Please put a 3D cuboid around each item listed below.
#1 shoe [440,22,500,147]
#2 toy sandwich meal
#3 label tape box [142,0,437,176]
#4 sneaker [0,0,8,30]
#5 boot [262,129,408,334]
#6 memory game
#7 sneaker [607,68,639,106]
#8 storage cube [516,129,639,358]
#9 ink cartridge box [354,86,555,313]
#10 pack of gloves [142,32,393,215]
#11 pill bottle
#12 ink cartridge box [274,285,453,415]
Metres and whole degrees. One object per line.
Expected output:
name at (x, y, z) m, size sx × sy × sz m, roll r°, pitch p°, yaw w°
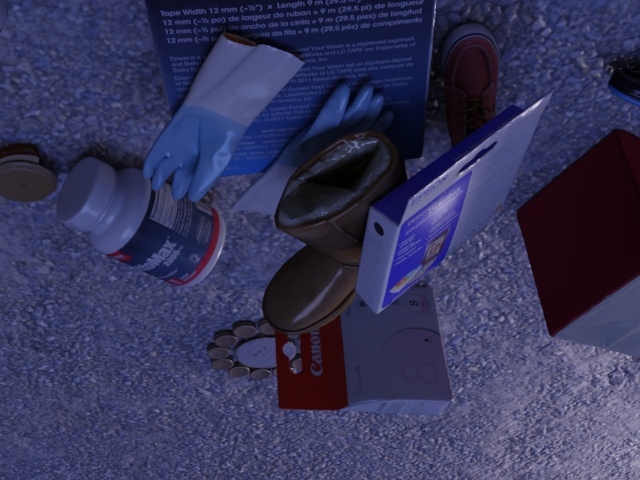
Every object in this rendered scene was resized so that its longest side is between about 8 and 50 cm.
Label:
shoe at (0.166, -0.143, 0.992) m, size 0.063 × 0.081 × 0.178 m, roll -8°, pitch 145°, yaw 2°
toy sandwich meal at (-0.343, -0.076, 1.062) m, size 0.085 × 0.029 × 0.086 m, roll -5°, pitch 149°, yaw -3°
label tape box at (-0.027, -0.211, 0.844) m, size 0.249 × 0.115 × 0.348 m, roll -5°, pitch 143°, yaw -1°
sneaker at (-0.291, -0.276, 0.735) m, size 0.144 × 0.090 × 0.270 m, roll -13°, pitch 141°, yaw 14°
boot at (0.000, 0.000, 0.974) m, size 0.236 × 0.089 × 0.269 m, roll -41°, pitch 163°, yaw 4°
memory game at (-0.087, 0.173, 1.457) m, size 0.186 × 0.012 × 0.186 m, roll -4°, pitch 144°, yaw -3°
sneaker at (0.402, -0.188, 0.991) m, size 0.188 × 0.067 × 0.078 m, roll -9°, pitch 123°, yaw 7°
storage cube at (0.388, 0.015, 1.149) m, size 0.183 × 0.193 × 0.215 m, roll 16°, pitch 138°, yaw -28°
ink cartridge box at (0.127, -0.046, 0.915) m, size 0.206 × 0.045 × 0.208 m, roll -36°, pitch 158°, yaw -26°
pack of gloves at (-0.053, -0.081, 0.888) m, size 0.195 × 0.046 × 0.232 m, roll 13°, pitch 143°, yaw -27°
pill bottle at (-0.211, -0.023, 1.085) m, size 0.108 × 0.108 × 0.180 m, roll -32°, pitch 136°, yaw 32°
ink cartridge box at (0.057, 0.147, 1.289) m, size 0.232 × 0.189 × 0.066 m, roll 7°, pitch 142°, yaw -16°
